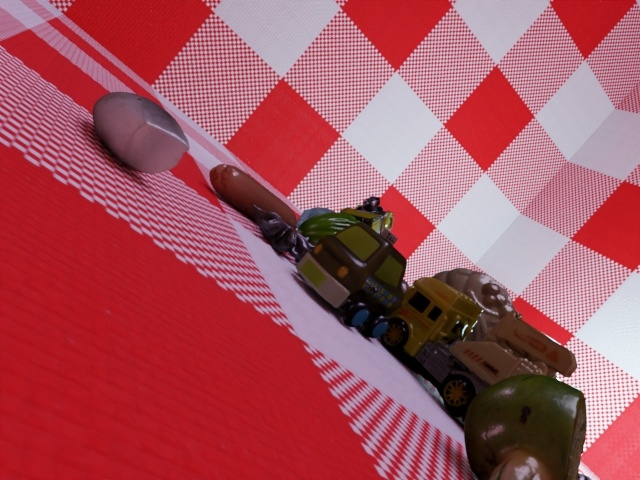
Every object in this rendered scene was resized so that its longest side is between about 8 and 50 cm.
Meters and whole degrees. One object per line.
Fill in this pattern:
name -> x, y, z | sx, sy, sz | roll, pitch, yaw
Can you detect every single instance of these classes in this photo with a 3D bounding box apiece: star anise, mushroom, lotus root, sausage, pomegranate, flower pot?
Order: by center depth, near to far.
pomegranate -> 0.279, 0.305, 0.793 | 0.159, 0.240, 0.189 | 4, -43, 30
mushroom -> -0.305, -0.187, 0.892 | 0.118, 0.103, 0.270 | 38, 0, -40
star anise -> -0.094, -0.017, 1.298 | 0.181, 0.061, 0.204 | 37, 5, -35
sausage -> -0.159, -0.096, 1.388 | 0.289, 0.086, 0.086 | 39, 4, -47
lotus root -> 0.000, 0.000, 1.443 | 0.186, 0.186, 0.186 | 41, 4, -3
flower pot -> 0.368, 0.229, 1.510 | 0.307, 0.307, 0.244 | 42, 20, 20

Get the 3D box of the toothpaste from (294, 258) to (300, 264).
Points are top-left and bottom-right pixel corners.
toothpaste -> -0.026, 0.070, 1.317 | 0.083, 0.019, 0.027 | 36, 23, -20

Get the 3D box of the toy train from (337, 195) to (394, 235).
toy train -> 0.134, -0.001, 1.727 | 0.134, 0.260, 0.177 | 14, 21, 25

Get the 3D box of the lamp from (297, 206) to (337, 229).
lamp -> 0.019, -0.028, 1.876 | 0.209, 0.147, 0.284 | 34, 3, 4

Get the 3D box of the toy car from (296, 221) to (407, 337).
toy car -> 0.091, 0.064, 1.176 | 0.204, 0.198, 0.248 | 43, 4, 41

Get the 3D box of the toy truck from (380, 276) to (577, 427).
toy truck -> 0.322, 0.239, 1.182 | 0.181, 0.254, 0.405 | 31, 7, -46

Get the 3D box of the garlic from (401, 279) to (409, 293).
garlic -> 0.245, 0.203, 1.850 | 0.131, 0.127, 0.194 | 43, 22, -24

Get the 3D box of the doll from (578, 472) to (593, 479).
doll -> 0.530, 0.518, 1.227 | 0.219, 0.067, 0.091 | 28, 19, 3
